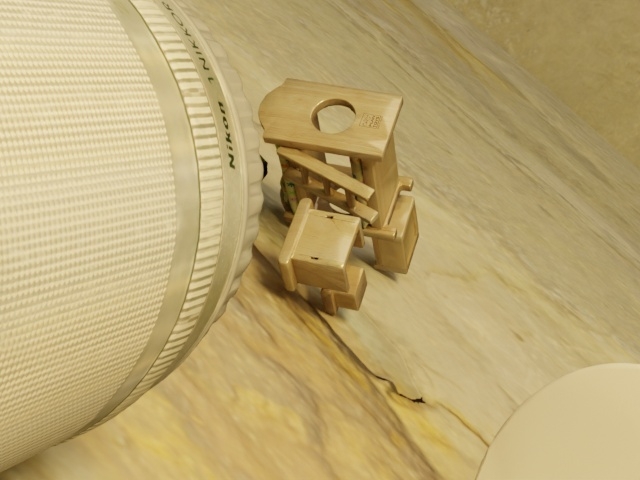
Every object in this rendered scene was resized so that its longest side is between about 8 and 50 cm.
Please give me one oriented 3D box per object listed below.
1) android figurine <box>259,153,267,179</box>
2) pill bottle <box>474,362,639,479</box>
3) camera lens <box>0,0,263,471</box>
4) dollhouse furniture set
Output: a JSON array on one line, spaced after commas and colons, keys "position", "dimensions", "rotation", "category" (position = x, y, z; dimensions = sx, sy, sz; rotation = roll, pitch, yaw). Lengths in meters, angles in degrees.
[{"position": [-0.161, -0.136, 1.042], "dimensions": [0.273, 0.056, 0.248], "rotation": [46, 22, 20], "category": "android figurine"}, {"position": [0.271, 0.186, 0.783], "dimensions": [0.408, 0.229, 0.229], "rotation": [18, 26, -45], "category": "pill bottle"}, {"position": [-0.164, -0.013, 0.491], "dimensions": [0.219, 0.219, 0.274], "rotation": [41, 19, 12], "category": "camera lens"}, {"position": [0.000, 0.000, 1.031], "dimensions": [0.101, 0.161, 0.182], "rotation": [11, -32, 16], "category": "dollhouse furniture set"}]
